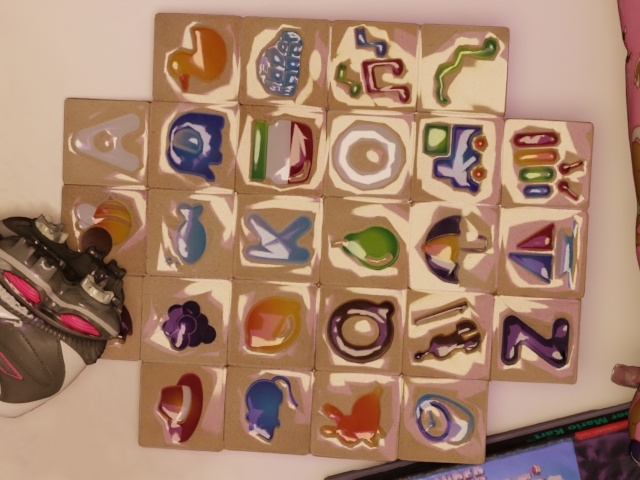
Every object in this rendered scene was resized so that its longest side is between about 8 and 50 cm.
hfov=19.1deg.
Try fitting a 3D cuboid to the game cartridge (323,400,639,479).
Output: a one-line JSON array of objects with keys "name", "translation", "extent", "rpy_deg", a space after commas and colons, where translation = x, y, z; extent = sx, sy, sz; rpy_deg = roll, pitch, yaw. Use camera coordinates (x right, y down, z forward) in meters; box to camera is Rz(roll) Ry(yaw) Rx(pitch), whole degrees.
[{"name": "game cartridge", "translation": [0.144, 0.241, 1.286], "extent": [0.355, 0.068, 0.230], "rpy_deg": [-14, 102, -5]}]

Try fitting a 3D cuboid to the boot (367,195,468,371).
[{"name": "boot", "translation": [0.066, 0.014, 1.255], "extent": [0.099, 0.045, 0.121], "rpy_deg": [37, 85, -11]}]

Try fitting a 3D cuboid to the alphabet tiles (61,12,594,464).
[{"name": "alphabet tiles", "translation": [0.000, 0.000, 1.231], "extent": [0.342, 0.011, 0.285], "rpy_deg": [3, 97, 4]}]

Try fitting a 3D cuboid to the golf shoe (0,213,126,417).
[{"name": "golf shoe", "translation": [-0.253, 0.000, 1.189], "extent": [0.273, 0.105, 0.120], "rpy_deg": [40, 105, -4]}]

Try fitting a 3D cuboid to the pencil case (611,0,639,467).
[{"name": "pencil case", "translation": [0.257, -0.049, 1.185], "extent": [0.167, 0.160, 0.386], "rpy_deg": [-3, 87, 14]}]
